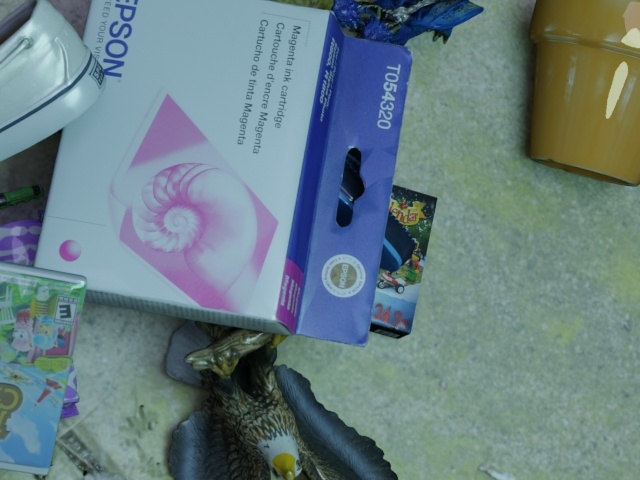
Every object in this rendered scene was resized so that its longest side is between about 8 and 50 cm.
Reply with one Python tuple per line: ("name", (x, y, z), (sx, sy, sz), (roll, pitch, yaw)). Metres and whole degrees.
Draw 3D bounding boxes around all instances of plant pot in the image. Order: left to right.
("plant pot", (0.321, -0.166, 1.775), (0.205, 0.205, 0.188), (15, 91, -13))

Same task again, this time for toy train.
("toy train", (-0.327, -0.043, 1.636), (0.083, 0.023, 0.017), (-18, 85, -19))

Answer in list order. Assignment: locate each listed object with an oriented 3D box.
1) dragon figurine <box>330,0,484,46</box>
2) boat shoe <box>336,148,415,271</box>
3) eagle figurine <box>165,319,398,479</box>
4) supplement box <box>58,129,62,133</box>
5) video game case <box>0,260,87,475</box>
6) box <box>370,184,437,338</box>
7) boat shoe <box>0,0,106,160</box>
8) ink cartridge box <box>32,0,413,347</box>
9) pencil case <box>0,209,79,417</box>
("dragon figurine", (0.120, -0.265, 1.750), (0.289, 0.144, 0.085), (-27, 88, -20))
("boat shoe", (0.013, -0.082, 1.656), (0.258, 0.109, 0.089), (47, 65, -4))
("eagle figurine", (-0.047, 0.216, 1.607), (0.226, 0.225, 0.298), (-6, 116, 21))
("supplement box", (-0.211, -0.196, 1.659), (0.080, 0.104, 0.188), (31, 73, -9))
("video game case", (-0.337, 0.108, 1.453), (0.212, 0.023, 0.193), (11, 98, -13))
("box", (0.000, 0.000, 1.713), (0.233, 0.044, 0.159), (16, 75, -13))
("boat shoe", (-0.390, -0.114, 1.450), (0.367, 0.136, 0.156), (-29, 122, 4))
("ink cartridge box", (-0.089, -0.082, 1.544), (0.330, 0.071, 0.324), (9, 75, 0))
("pencil case", (-0.296, 0.078, 1.594), (0.086, 0.088, 0.206), (-12, 81, 22))
